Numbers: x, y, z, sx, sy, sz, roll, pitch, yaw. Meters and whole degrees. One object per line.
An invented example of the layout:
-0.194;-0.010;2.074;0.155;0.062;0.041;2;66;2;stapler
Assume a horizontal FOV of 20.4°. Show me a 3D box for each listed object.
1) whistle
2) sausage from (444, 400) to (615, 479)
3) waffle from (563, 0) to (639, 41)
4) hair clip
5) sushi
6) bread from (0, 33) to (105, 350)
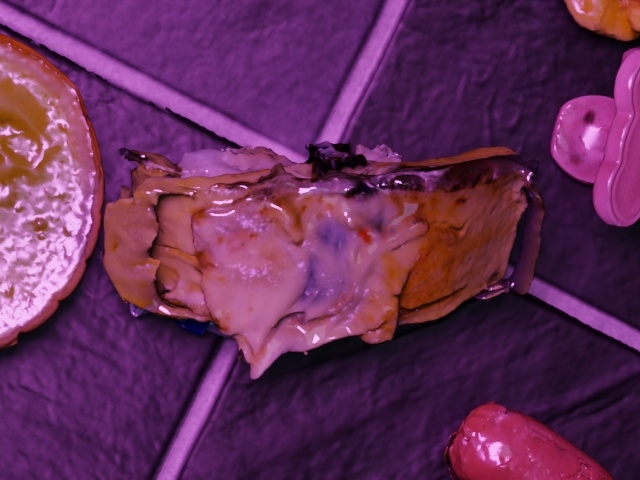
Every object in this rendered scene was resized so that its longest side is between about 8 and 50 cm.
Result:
-0.088;0.049;1.191;0.083;0.029;0.033;22;67;-9;whistle
0.149;0.165;1.226;0.141;0.076;0.076;34;83;-10;sausage
0.323;-0.290;1.256;0.379;0.095;0.382;24;88;-14;waffle
0.238;-0.060;1.229;0.138;0.102;0.123;18;90;-13;hair clip
0.002;0.003;1.171;0.290;0.131;0.139;-4;115;-20;sushi
-0.252;-0.029;1.133;0.236;0.070;0.236;0;92;-14;bread
